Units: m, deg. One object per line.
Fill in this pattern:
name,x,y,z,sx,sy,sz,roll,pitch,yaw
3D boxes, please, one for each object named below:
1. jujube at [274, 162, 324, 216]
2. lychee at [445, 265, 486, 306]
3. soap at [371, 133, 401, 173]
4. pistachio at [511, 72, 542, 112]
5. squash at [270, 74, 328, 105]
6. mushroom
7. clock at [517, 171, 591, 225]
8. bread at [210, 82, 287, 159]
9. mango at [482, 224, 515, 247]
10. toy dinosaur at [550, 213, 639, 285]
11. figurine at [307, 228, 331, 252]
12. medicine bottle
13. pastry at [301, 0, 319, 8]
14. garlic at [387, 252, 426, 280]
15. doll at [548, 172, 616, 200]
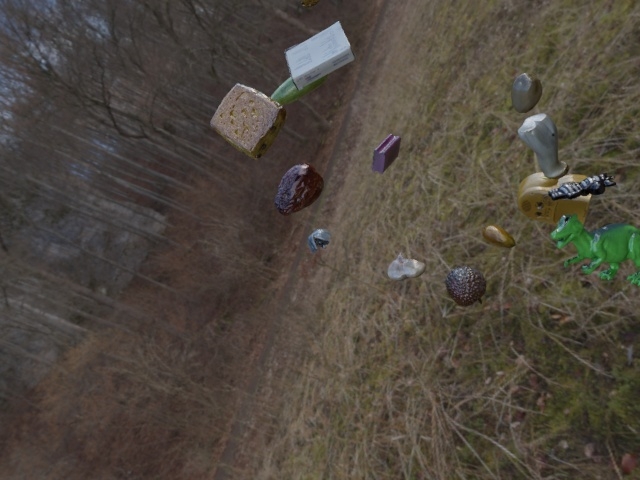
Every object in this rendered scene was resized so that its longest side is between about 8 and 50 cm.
jujube,-0.094,-0.208,1.754,0.236,0.168,0.168,-46,7,7
lychee,0.605,0.192,1.737,0.165,0.197,0.165,-54,3,5
soap,0.322,-0.425,2.068,0.203,0.065,0.122,-48,-29,-41
pistachio,0.775,-0.555,1.594,0.113,0.112,0.149,-73,-14,-49
squash,-0.125,-0.757,2.092,0.370,0.118,0.118,-24,25,22
mushroom,0.962,-0.393,1.824,0.159,0.329,0.122,-39,29,5
clock,1.111,-0.198,2.023,0.200,0.316,0.244,-55,-35,-37
bread,-0.246,-0.415,1.471,0.211,0.235,0.099,-55,-14,2
mango,0.845,-0.018,2.018,0.089,0.115,0.165,-56,27,11
toy dinosaur,1.048,-0.054,1.464,0.500,0.375,0.144,-42,17,-2
figurine,0.000,0.000,1.574,0.094,0.086,0.082,-129,30,-51
medicine bottle,-0.007,-0.570,1.297,0.052,0.200,0.171,50,-161,-50
pastry,-0.002,-0.650,1.071,0.140,0.080,0.056,-8,60,35
garlic,0.391,0.126,1.911,0.174,0.099,0.124,-13,35,41
doll,0.959,-0.191,1.552,0.091,0.219,0.067,-80,-30,-57
